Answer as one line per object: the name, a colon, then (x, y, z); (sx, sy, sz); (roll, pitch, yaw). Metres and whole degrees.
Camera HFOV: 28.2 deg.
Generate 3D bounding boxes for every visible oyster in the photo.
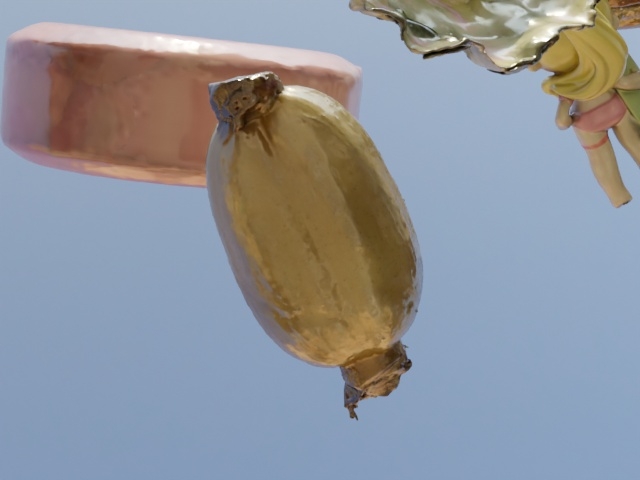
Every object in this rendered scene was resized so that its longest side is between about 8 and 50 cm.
oyster: (0.069, -0.142, 0.619); (0.133, 0.072, 0.209); (29, -131, -11)

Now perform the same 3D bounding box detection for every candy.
candy: (-0.088, -0.092, 0.872); (0.255, 0.255, 0.094); (3, -82, -19)

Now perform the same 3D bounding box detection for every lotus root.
lotus root: (0.000, 0.000, 0.496); (0.073, 0.062, 0.150); (-22, -70, 4)

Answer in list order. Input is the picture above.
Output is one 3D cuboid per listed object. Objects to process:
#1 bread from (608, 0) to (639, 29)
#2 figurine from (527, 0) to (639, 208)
bread: (0.242, -0.231, 0.940); (0.236, 0.106, 0.140); (-15, -56, -24)
figurine: (0.188, -0.103, 0.861); (0.083, 0.083, 0.187); (-32, -66, -11)
